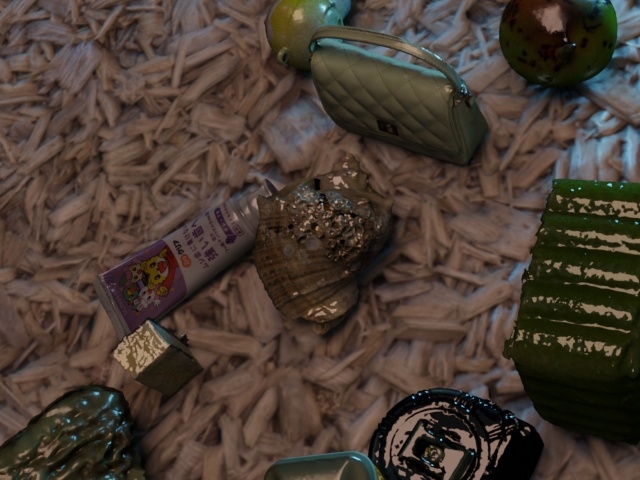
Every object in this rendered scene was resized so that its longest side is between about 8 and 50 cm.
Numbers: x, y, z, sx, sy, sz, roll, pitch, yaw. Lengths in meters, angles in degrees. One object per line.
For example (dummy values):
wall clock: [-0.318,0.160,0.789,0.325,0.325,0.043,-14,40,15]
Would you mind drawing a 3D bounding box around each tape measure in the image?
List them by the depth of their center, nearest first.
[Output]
tape measure: [0.144,0.267,1.491,0.186,0.112,0.199,21,71,31]

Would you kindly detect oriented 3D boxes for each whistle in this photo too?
whistle: [-0.009,-0.338,1.879,0.123,0.123,0.223,17,57,28]

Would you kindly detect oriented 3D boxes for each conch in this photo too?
conch: [0.000,0.000,1.677,0.178,0.163,0.245,6,82,27]

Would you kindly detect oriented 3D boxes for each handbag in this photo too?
handbag: [0.093,-0.204,1.697,0.256,0.219,0.079,20,70,30]

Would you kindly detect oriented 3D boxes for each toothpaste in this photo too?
toothpaste: [-0.181,0.022,1.778,0.299,0.073,0.114,-34,70,8]

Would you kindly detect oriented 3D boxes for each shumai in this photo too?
shumai: [-0.314,0.322,1.622,0.256,0.189,0.218,-41,72,-20]

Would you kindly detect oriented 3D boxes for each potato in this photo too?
potato: [-0.212,0.156,1.685,0.086,0.122,0.061,-40,61,2]

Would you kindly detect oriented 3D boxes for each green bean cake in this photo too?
green bean cake: [0.321,0.081,1.434,0.156,0.250,0.247,7,65,25]

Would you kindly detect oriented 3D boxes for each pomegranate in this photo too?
pomegranate: [0.311,-0.302,1.708,0.156,0.156,0.220,-17,56,12]

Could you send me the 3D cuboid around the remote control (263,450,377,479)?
remote control: [0.017,0.406,1.411,0.128,0.065,0.335,-10,88,19]
